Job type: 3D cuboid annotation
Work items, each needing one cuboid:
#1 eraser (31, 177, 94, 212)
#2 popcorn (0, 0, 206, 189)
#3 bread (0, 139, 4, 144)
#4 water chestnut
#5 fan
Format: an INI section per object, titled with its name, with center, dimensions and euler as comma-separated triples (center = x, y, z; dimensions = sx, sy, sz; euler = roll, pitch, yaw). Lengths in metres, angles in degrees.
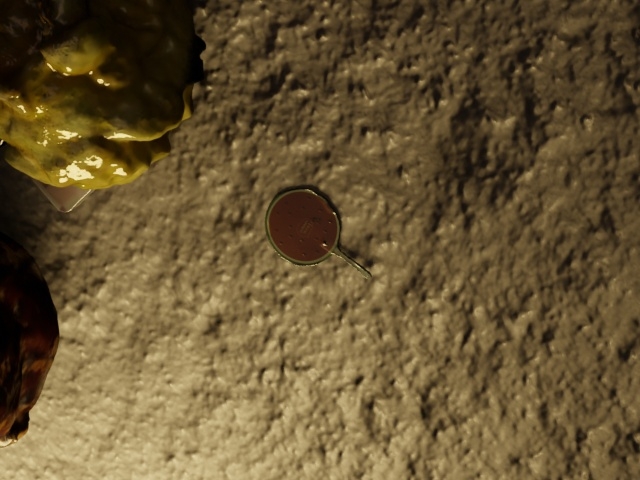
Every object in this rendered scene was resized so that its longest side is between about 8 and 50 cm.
[eraser]
center = -0.263, -0.085, 1.655
dimensions = 0.105, 0.026, 0.065
euler = -41, 93, 25
[popcorn]
center = -0.246, -0.191, 1.510
dimensions = 0.215, 0.252, 0.286
euler = -8, 96, 47
[bread]
center = -0.431, -0.165, 1.632
dimensions = 0.224, 0.142, 0.212
euler = -36, 103, 18
[water chestnut]
center = -0.450, 0.087, 1.611
dimensions = 0.335, 0.335, 0.347
euler = -31, 88, 24
[fan]
center = 0.000, 0.000, 1.602
dimensions = 0.133, 0.005, 0.085
euler = 35, 113, 7
